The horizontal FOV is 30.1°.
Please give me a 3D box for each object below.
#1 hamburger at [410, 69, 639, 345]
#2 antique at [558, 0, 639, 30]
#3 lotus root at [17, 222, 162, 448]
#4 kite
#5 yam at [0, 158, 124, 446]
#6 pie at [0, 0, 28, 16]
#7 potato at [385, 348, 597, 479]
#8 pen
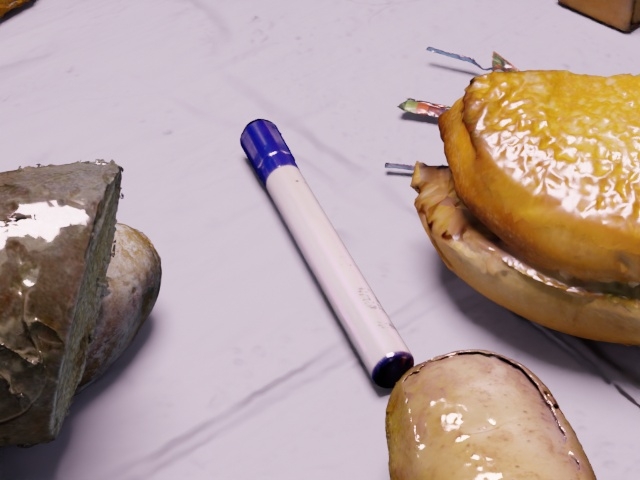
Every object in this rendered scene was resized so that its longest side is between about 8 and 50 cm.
[{"bbox_3d":[0.196,-0.009,0.750,0.283,0.144,0.156,3,52,7],"label":"hamburger"},{"bbox_3d":[0.349,-0.305,1.111,0.310,0.093,0.087,-33,50,-31],"label":"antique"},{"bbox_3d":[-0.159,0.051,0.744,0.088,0.088,0.165,20,58,23],"label":"lotus root"},{"bbox_3d":[0.139,-0.093,0.942,0.160,0.010,0.183,11,46,10],"label":"kite"},{"bbox_3d":[-0.223,0.036,0.611,0.254,0.154,0.154,-2,40,-18],"label":"yam"},{"bbox_3d":[-0.389,-0.272,1.111,0.308,0.085,0.308,-1,40,1],"label":"pie"},{"bbox_3d":[0.092,0.129,0.640,0.107,0.080,0.170,-19,40,-6],"label":"potato"},{"bbox_3d":[0.000,0.000,0.826,0.033,0.033,0.269,-16,43,-15],"label":"pen"}]
